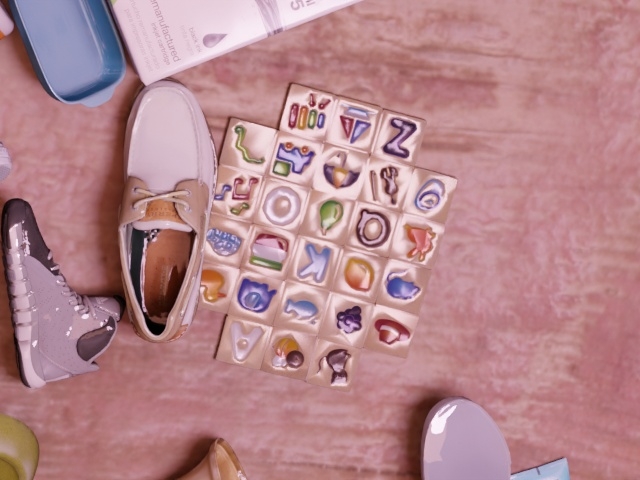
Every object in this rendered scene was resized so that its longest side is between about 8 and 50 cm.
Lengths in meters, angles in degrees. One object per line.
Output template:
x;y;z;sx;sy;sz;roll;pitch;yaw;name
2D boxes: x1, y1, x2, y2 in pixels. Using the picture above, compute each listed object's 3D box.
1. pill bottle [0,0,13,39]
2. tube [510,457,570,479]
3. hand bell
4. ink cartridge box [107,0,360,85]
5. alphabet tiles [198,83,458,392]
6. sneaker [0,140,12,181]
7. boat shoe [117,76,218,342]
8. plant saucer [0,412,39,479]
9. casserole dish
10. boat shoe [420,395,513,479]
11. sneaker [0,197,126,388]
-0.452;-0.222;1.833;0.216;0.121;0.121;-32;104;-2;pill bottle
0.297;0.380;2.115;0.080;0.052;0.207;-18;98;-11;tube
-0.207;0.335;2.007;0.242;0.126;0.126;-22;104;9;hand bell
-0.108;-0.315;1.876;0.272;0.115;0.198;-22;103;-5;ink cartridge box
0.000;0.000;2.009;0.285;0.011;0.343;14;98;-12;alphabet tiles
-0.468;-0.056;1.891;0.258;0.094;0.091;-30;74;1;sneaker
-0.173;-0.032;1.921;0.113;0.103;0.302;-1;99;-1;boat shoe
-0.425;0.285;1.903;0.241;0.037;0.241;-20;143;-16;plant saucer
-0.286;-0.237;1.881;0.114;0.037;0.188;-31;107;-39;casserole dish
0.184;0.318;2.054;0.113;0.105;0.306;-25;110;-8;boat shoe
-0.292;0.053;1.941;0.132;0.086;0.229;-8;112;-13;sneaker
